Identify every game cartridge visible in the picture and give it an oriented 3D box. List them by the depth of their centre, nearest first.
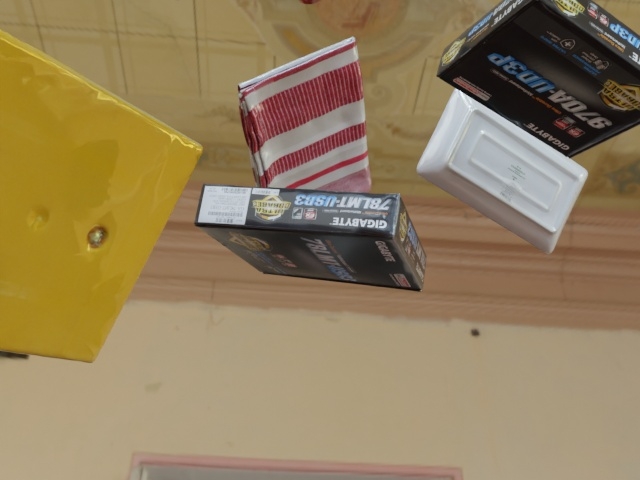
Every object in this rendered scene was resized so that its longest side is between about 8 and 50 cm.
[{"bbox_3d":[-0.288,-0.030,0.709,0.053,0.285,0.324,27,-1,34],"label":"game cartridge"}]

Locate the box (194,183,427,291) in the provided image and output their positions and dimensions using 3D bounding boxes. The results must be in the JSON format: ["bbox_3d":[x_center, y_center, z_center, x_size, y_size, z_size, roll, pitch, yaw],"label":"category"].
[{"bbox_3d":[0.000,0.000,1.120,0.293,0.073,0.295,6,-15,17],"label":"box"}]

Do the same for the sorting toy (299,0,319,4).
[{"bbox_3d":[-0.002,-0.380,1.030,0.061,0.102,0.042,9,-35,20],"label":"sorting toy"}]

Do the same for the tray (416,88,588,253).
[{"bbox_3d":[0.276,-0.099,1.051,0.270,0.145,0.030,28,-4,-22],"label":"tray"}]

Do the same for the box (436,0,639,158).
[{"bbox_3d":[0.275,-0.195,0.842,0.220,0.051,0.175,27,-26,-19],"label":"box"}]

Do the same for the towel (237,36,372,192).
[{"bbox_3d":[-0.015,-0.171,1.291,0.237,0.037,0.329,-28,-43,-19],"label":"towel"}]
